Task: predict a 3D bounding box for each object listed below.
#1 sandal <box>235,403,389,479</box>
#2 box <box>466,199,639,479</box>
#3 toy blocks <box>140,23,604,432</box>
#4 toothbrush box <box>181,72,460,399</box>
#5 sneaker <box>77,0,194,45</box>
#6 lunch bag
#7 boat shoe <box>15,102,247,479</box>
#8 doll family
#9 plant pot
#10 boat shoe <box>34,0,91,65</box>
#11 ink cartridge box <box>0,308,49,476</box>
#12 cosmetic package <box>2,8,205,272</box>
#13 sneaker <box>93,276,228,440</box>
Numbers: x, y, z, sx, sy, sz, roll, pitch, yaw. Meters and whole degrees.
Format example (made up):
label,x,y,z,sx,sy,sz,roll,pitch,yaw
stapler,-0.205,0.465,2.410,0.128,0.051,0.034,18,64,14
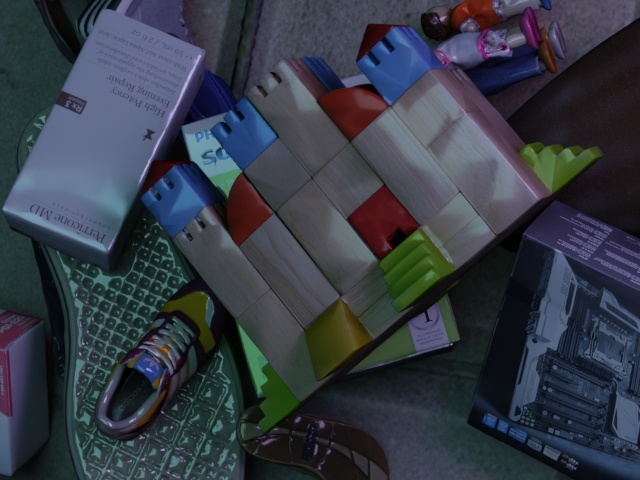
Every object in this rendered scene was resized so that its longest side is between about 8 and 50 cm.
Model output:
label,x,y,z,sx,sy,sz,roll,pitch,yaw
sandal,-0.009,0.211,1.537,0.180,0.049,0.072,23,75,-20
box,0.306,0.134,1.398,0.307,0.076,0.242,28,131,19
toy blocks,0.018,-0.050,1.368,0.381,0.191,0.261,-42,81,21
toothbrush box,0.000,0.000,1.529,0.206,0.122,0.283,-17,82,-2
sneaker,-0.169,-0.261,1.682,0.086,0.132,0.228,-7,43,44
lunch bag,-0.128,-0.142,1.653,0.067,0.065,0.098,-35,74,10
boat shoe,-0.195,0.097,1.590,0.187,0.156,0.500,-17,79,-6
doll family,0.152,-0.168,1.500,0.163,0.263,0.118,-17,106,19
plant pot,0.266,-0.077,1.461,0.230,0.215,0.215,-25,75,28
boat shoe,-0.280,-0.297,1.710,0.103,0.092,0.285,-27,75,12
ink cartridge box,-0.411,0.148,1.656,0.218,0.092,0.158,10,115,17
cosmetic package,-0.211,-0.099,1.510,0.117,0.085,0.231,22,75,1
sneaker,-0.150,0.113,1.468,0.069,0.084,0.185,32,80,3
